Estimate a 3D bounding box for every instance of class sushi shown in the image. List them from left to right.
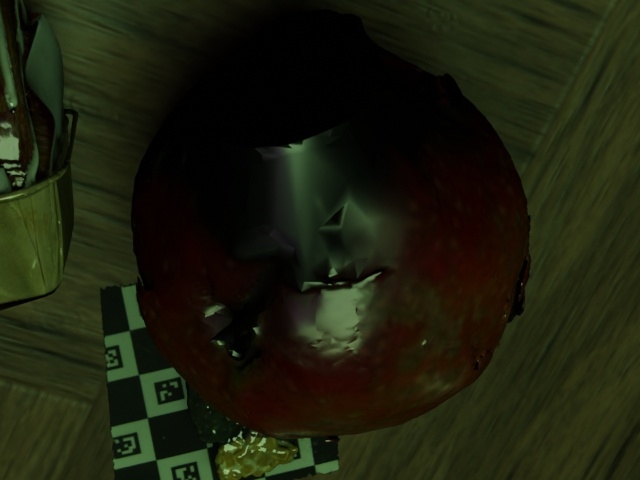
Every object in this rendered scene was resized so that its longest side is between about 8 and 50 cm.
[{"bbox_3d":[-0.075,0.129,1.511,0.192,0.050,0.215,-8,119,-10],"label":"sushi"}]

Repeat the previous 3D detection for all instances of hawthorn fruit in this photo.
[{"bbox_3d":[0.007,-0.010,1.329,0.316,0.316,0.316,-6,119,-11],"label":"hawthorn fruit"}]

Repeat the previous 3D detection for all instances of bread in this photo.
[{"bbox_3d":[-0.237,-0.071,1.265,0.142,0.224,0.212,-13,108,0],"label":"bread"}]
